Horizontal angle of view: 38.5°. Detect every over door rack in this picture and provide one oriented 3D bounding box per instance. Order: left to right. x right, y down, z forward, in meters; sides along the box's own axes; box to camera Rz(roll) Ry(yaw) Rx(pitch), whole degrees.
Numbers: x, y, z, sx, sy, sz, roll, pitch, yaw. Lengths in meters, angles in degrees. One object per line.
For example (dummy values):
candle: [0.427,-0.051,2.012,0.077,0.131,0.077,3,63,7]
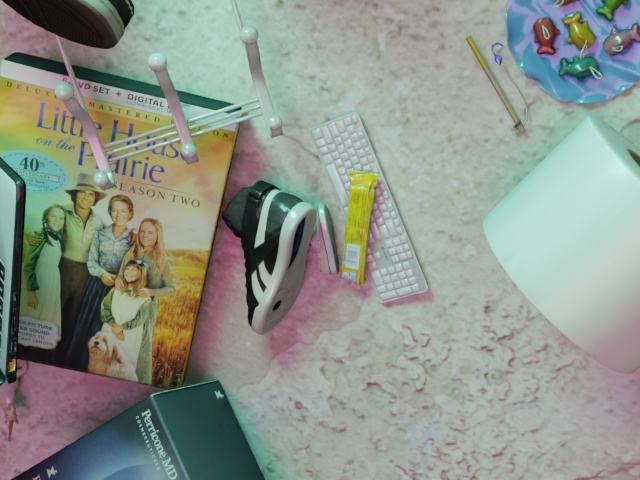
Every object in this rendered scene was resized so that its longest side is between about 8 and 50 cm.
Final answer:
over door rack: [-0.202,-0.246,1.074,0.240,0.108,0.324,-18,95,-4]

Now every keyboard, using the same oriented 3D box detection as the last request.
keyboard: [0.064,-0.039,1.197,0.072,0.014,0.256,-19,103,19]

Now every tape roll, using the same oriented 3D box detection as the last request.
tape roll: [0.328,0.002,1.025,0.246,0.246,0.169,41,113,-3]

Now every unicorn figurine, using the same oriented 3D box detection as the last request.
unicorn figurine: [-0.497,0.209,1.402,0.162,0.060,0.111,32,115,19]

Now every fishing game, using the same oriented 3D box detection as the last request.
fishing game: [0.307,-0.248,1.053,0.264,0.041,0.189,-24,105,20]

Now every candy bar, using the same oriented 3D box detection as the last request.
candy bar: [0.049,-0.014,1.197,0.040,0.018,0.161,13,115,18]

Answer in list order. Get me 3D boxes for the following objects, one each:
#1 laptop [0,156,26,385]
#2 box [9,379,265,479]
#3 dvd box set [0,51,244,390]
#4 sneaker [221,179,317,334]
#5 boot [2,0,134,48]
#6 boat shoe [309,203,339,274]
laptop: [-0.558,0.057,1.160,0.382,0.236,0.407,34,121,46]
box: [-0.235,0.395,1.284,0.294,0.183,0.296,-33,76,20]
dvd box set: [-0.294,-0.013,1.235,0.308,0.062,0.420,13,112,-6]
sneaker: [-0.083,0.014,1.228,0.121,0.079,0.216,34,126,22]
boot: [-0.283,-0.397,0.995,0.377,0.138,0.284,35,74,21]
boat shoe: [0.000,0.000,1.217,0.035,0.035,0.100,-5,114,12]
